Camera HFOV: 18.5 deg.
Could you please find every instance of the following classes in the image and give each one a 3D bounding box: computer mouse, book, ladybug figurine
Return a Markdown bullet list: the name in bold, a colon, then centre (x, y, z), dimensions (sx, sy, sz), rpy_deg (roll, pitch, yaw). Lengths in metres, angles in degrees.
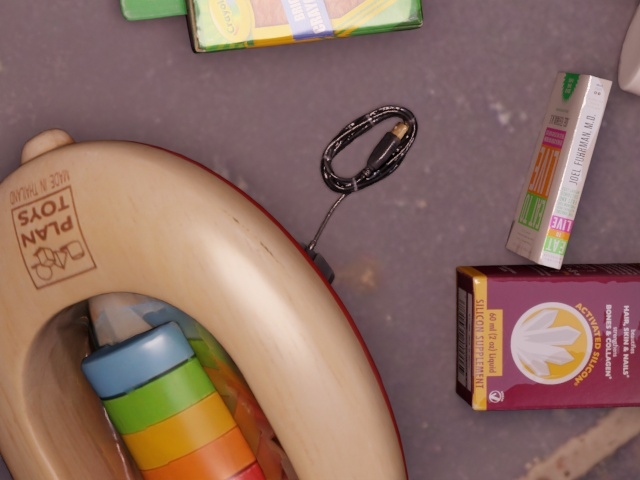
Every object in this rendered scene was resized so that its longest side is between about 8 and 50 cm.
- **computer mouse**: centre (0.000, 0.000, 1.510), dimensions (0.071, 0.041, 0.242), rpy_deg (31, 92, -7)
- **book**: centre (0.184, -0.054, 1.494), dimensions (0.035, 0.096, 0.144), rpy_deg (14, 94, -7)
- **ladybug figurine**: centre (-0.085, 0.115, 1.425), dimensions (0.305, 0.162, 0.449), rpy_deg (-19, 101, 29)

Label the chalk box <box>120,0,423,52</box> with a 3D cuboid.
- **chalk box**: centre (-0.043, -0.207, 1.437), dimensions (0.213, 0.132, 0.132), rpy_deg (-8, 96, -5)

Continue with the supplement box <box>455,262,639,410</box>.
- **supplement box**: centre (0.202, 0.073, 1.517), dimensions (0.188, 0.081, 0.104), rpy_deg (-1, 96, -6)

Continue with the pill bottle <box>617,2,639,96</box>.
- **pill bottle**: centre (0.338, -0.123, 1.492), dimensions (0.208, 0.117, 0.118), rpy_deg (18, 94, -7)
